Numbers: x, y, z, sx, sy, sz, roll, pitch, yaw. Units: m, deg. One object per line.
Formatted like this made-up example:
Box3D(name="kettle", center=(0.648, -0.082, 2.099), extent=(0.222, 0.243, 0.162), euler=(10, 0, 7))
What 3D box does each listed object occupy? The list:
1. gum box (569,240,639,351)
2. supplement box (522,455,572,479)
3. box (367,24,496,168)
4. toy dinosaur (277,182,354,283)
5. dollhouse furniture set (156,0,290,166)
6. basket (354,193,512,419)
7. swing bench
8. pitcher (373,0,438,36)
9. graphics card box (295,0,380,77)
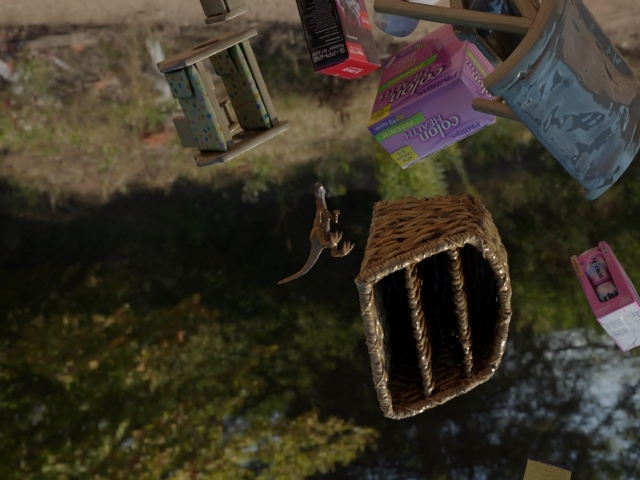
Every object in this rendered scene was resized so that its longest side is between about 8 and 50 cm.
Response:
Box3D(name="gum box", center=(0.443, 0.086, 1.552), extent=(0.062, 0.107, 0.188), euler=(-28, 148, 16))
Box3D(name="supplement box", center=(0.420, 0.463, 1.928), extent=(0.083, 0.083, 0.056), euler=(13, 146, 14))
Box3D(name="box", center=(0.222, -0.289, 1.951), extent=(0.213, 0.117, 0.243), euler=(-26, -148, 33))
Box3D(name="toy dinosaur", center=(0.000, 0.000, 1.886), extent=(0.064, 0.212, 0.112), euler=(1, -161, -43))
Box3D(name="dollhouse furniture set", center=(-0.144, -0.179, 1.075), extent=(0.101, 0.182, 0.161), euler=(-32, -159, -31))
Box3D(name="basket", center=(0.188, 0.106, 1.592), extent=(0.213, 0.299, 0.223), euler=(-3, -147, 13))
Box3D(name="swing bench", center=(0.241, -0.217, 1.186), extent=(0.165, 0.255, 0.253), euler=(-48, 134, 6))
Box3D(name="pitcher", center=(0.171, -0.477, 1.789), extent=(0.125, 0.178, 0.207), euler=(19, 160, -6))
Box3D(name="graphics card box", center=(0.016, -0.541, 2.201), extent=(0.094, 0.371, 0.233), euler=(-15, 179, 21))
